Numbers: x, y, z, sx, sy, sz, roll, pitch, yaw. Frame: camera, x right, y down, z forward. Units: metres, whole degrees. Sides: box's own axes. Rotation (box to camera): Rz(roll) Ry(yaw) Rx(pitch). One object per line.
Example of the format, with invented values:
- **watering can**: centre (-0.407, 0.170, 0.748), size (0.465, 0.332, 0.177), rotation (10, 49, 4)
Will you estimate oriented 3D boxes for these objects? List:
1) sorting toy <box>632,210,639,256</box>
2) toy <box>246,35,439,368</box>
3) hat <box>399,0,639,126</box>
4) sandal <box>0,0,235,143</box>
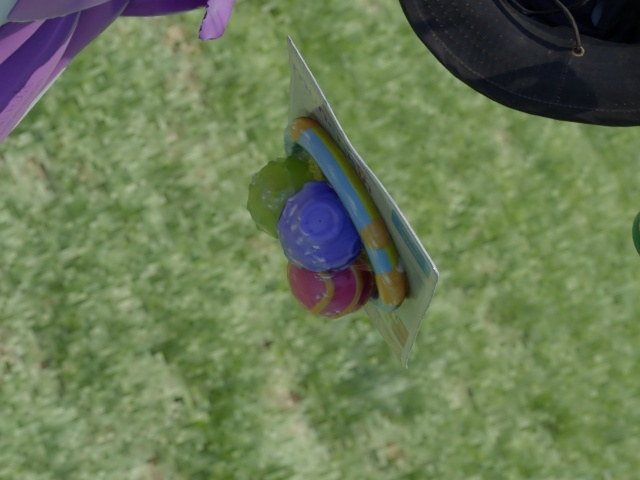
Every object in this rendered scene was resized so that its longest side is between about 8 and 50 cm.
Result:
- **sorting toy**: centre (0.281, -0.089, 1.063), size (0.132, 0.046, 0.274), rotation (23, 62, -15)
- **toy**: centre (0.000, 0.000, 0.894), size (0.137, 0.056, 0.237), rotation (57, -6, 12)
- **hat**: centre (0.226, -0.203, 1.294), size (0.134, 0.331, 0.331), rotation (64, 11, -66)
- **sandal**: centre (-0.076, -0.128, 0.770), size (0.102, 0.416, 0.169), rotation (49, 32, 2)
